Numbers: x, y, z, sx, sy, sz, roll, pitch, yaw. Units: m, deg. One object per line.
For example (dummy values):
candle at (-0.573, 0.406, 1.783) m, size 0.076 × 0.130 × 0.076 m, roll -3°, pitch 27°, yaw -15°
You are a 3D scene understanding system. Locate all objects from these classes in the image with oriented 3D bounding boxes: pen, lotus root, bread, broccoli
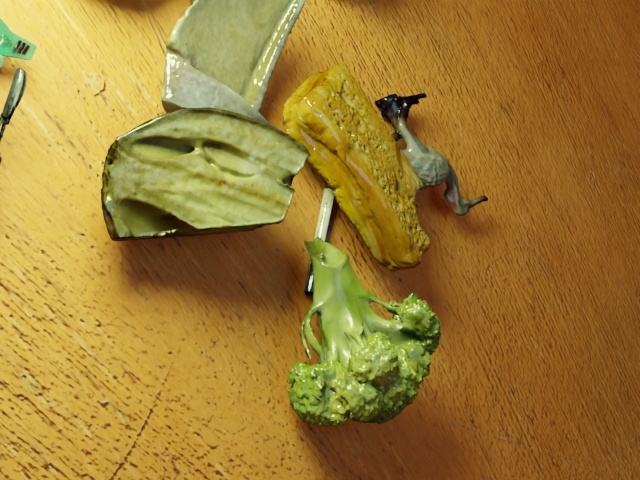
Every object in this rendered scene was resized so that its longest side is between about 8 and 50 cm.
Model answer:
pen at (0.000, 0.000, 1.494) m, size 0.025 × 0.025 × 0.204 m, roll 27°, pitch 64°, yaw -36°
lotus root at (-0.182, -0.088, 1.251) m, size 0.313 × 0.142 × 0.210 m, roll 9°, pitch 90°, yaw -34°
bread at (0.081, -0.127, 1.512) m, size 0.380 × 0.109 × 0.185 m, roll 54°, pitch 42°, yaw -18°
broccoli at (0.085, 0.161, 1.384) m, size 0.253 × 0.186 × 0.302 m, roll 10°, pitch 89°, yaw -13°

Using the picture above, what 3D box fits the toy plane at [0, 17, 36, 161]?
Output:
toy plane at (-0.465, -0.124, 1.050) m, size 0.155 × 0.106 × 0.382 m, roll 26°, pitch 64°, yaw -43°

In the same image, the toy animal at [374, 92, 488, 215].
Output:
toy animal at (0.213, -0.146, 1.671) m, size 0.324 × 0.090 × 0.195 m, roll 51°, pitch 58°, yaw -17°

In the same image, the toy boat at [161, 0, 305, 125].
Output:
toy boat at (-0.150, -0.278, 1.327) m, size 0.276 × 0.111 × 0.294 m, roll 7°, pitch 90°, yaw -54°

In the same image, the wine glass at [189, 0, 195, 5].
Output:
wine glass at (-0.260, -0.427, 1.280) m, size 0.241 × 0.126 × 0.127 m, roll 4°, pitch 78°, yaw -45°
